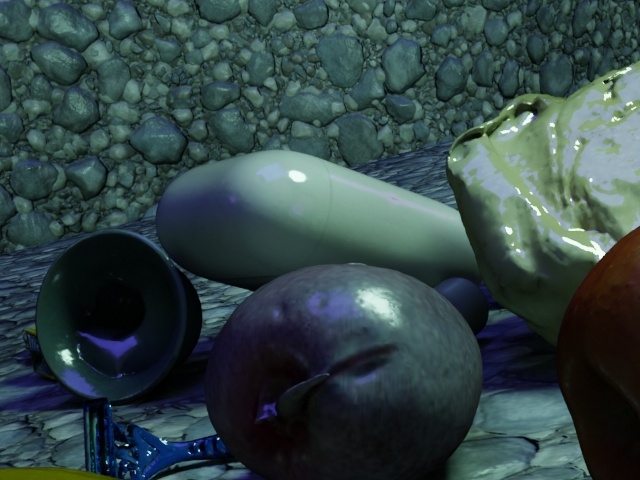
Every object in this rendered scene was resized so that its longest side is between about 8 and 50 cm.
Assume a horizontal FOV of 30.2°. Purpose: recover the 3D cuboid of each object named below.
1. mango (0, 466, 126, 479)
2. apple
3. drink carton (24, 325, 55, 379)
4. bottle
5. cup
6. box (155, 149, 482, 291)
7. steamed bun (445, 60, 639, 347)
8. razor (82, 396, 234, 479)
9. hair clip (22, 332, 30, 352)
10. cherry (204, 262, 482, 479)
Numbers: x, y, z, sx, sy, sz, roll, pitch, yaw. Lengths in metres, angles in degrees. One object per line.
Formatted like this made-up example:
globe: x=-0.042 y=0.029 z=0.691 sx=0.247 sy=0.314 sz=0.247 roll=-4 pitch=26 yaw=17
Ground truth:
mango: x=-0.160 y=0.210 z=0.665 sx=0.331 sy=0.142 sz=0.195 roll=-4 pitch=30 yaw=2
apple: x=0.258 y=0.080 z=0.733 sx=0.201 sy=0.218 sz=0.218 roll=-21 pitch=12 yaw=-14
drink carton: x=-0.278 y=0.119 z=1.549 sx=0.200 sy=0.075 sz=0.084 roll=-20 pitch=13 yaw=-36
bottle: x=0.106 y=0.098 z=1.224 sx=0.072 sy=0.072 sz=0.201 roll=-6 pitch=11 yaw=31
cup: x=-0.213 y=0.091 z=1.401 sx=0.199 sy=0.199 sz=0.150 roll=-8 pitch=-7 yaw=21
box: x=0.000 y=-0.001 z=1.391 sx=0.349 sy=0.141 sz=0.288 roll=17 pitch=-11 yaw=-32
steamed bun: x=0.320 y=-0.018 z=1.187 sx=0.372 sy=0.230 sz=0.325 roll=-4 pitch=50 yaw=22
razor: x=-0.047 y=0.170 z=1.059 sx=0.324 sy=0.093 sz=0.056 roll=-8 pitch=-26 yaw=-4
hair clip: x=-0.336 y=0.130 z=1.633 sx=0.172 sy=0.049 sz=0.116 roll=-14 pitch=5 yaw=3
cherry: x=0.019 y=0.109 z=0.939 sx=0.213 sy=0.184 sz=0.266 roll=7 pitch=3 yaw=37
